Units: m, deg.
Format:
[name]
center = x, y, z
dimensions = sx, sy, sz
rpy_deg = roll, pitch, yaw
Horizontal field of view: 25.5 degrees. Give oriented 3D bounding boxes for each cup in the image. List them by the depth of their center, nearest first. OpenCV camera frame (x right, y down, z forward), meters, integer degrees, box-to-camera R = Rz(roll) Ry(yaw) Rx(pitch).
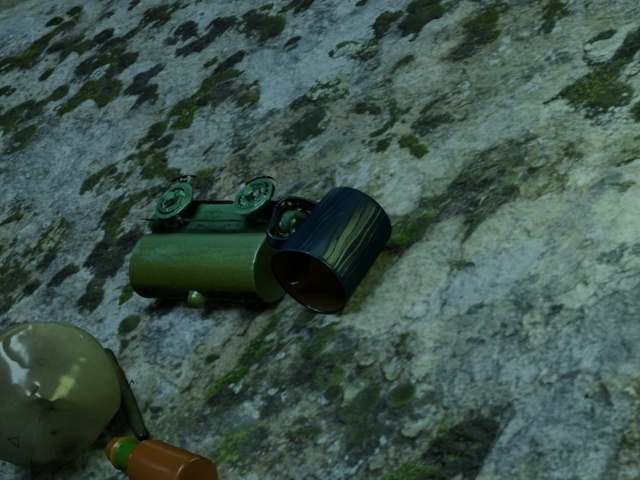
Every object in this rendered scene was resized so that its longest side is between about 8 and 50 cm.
[cup]
center = 0.007, -0.002, 1.885
dimensions = 0.113, 0.150, 0.138
rpy_deg = -31, 18, 53

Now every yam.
[yam]
center = -0.269, 0.207, 1.936
dimensions = 0.029, 0.027, 0.234
rpy_deg = -11, 28, -18

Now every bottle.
[bottle]
center = -0.204, 0.278, 1.742
dimensions = 0.187, 0.069, 0.069
rpy_deg = 11, 51, 49

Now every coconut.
[coconut]
center = -0.373, 0.204, 1.869
dimensions = 0.224, 0.224, 0.224
rpy_deg = -21, 33, 15

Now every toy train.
[toy train]
center = -0.155, 0.004, 2.028
dimensions = 0.307, 0.126, 0.189
rpy_deg = 1, 44, 39
